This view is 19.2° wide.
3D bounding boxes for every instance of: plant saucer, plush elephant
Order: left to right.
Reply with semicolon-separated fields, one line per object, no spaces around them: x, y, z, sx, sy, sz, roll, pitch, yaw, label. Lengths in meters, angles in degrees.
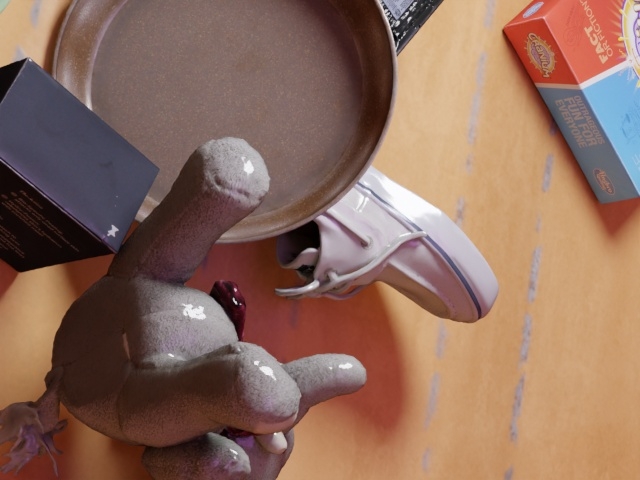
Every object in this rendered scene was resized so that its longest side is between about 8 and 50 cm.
-0.087;0.132;1.611;0.255;0.330;0.272;28;35;-42;plush elephant
-0.085;-0.144;1.713;0.310;0.050;0.311;0;78;2;plant saucer

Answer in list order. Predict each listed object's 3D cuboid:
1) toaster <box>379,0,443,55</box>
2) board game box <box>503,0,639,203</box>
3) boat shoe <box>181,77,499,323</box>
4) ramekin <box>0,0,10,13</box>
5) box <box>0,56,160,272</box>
0.024;-0.257;1.872;0.168;0.110;0.186;52;55;-21;toaster
0.371;-0.229;2.185;0.316;0.064;0.242;-44;111;-35;board game box
0.003;-0.002;1.801;0.367;0.136;0.156;40;68;-20;boat shoe
-0.392;-0.276;1.506;0.303;0.148;0.303;7;79;-39;ramekin
-0.249;-0.060;1.587;0.156;0.158;0.093;41;60;-28;box
